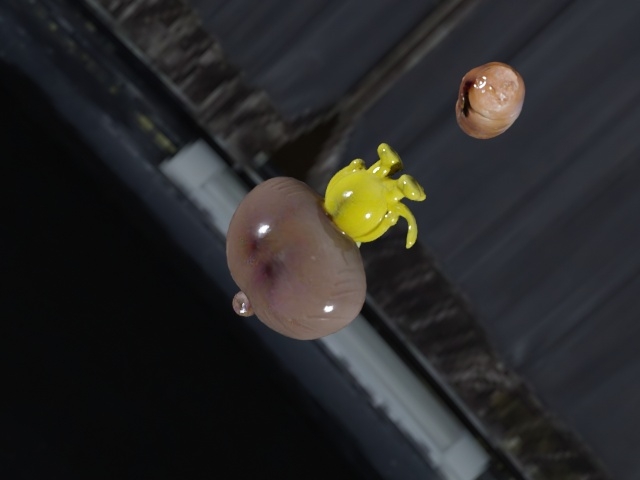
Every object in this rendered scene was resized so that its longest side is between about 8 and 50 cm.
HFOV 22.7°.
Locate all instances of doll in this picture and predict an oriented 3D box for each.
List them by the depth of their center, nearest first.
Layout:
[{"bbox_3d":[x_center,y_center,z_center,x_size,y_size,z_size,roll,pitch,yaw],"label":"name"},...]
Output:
[{"bbox_3d":[0.006,0.007,1.356,0.096,0.188,0.145,15,-119,-72],"label":"doll"}]

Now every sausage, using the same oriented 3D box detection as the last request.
[{"bbox_3d":[0.111,-0.092,1.056,0.040,0.047,0.177,10,-179,4],"label":"sausage"}]
